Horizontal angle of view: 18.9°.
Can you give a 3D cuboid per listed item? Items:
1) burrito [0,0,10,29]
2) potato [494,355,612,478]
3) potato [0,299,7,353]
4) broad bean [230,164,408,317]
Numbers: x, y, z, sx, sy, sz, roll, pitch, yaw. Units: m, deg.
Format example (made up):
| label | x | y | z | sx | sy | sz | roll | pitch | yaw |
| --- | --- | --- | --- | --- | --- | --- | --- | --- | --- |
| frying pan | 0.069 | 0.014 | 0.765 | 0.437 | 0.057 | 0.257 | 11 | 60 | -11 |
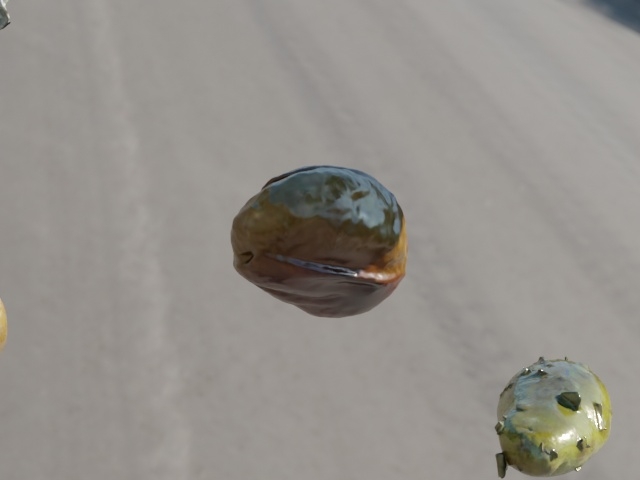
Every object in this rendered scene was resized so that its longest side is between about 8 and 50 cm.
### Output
| label | x | y | z | sx | sy | sz | roll | pitch | yaw |
| --- | --- | --- | --- | --- | --- | --- | --- | --- | --- |
| burrito | -0.261 | -0.129 | 1.127 | 0.203 | 0.064 | 0.064 | -13 | -6 | 31 |
| potato | 0.232 | 0.181 | 1.932 | 0.117 | 0.090 | 0.225 | 7 | 18 | 15 |
| potato | -0.246 | 0.080 | 1.358 | 0.036 | 0.093 | 0.037 | 26 | 17 | -9 |
| broad bean | -0.002 | -0.002 | 1.799 | 0.228 | 0.156 | 0.122 | 39 | 41 | -57 |
